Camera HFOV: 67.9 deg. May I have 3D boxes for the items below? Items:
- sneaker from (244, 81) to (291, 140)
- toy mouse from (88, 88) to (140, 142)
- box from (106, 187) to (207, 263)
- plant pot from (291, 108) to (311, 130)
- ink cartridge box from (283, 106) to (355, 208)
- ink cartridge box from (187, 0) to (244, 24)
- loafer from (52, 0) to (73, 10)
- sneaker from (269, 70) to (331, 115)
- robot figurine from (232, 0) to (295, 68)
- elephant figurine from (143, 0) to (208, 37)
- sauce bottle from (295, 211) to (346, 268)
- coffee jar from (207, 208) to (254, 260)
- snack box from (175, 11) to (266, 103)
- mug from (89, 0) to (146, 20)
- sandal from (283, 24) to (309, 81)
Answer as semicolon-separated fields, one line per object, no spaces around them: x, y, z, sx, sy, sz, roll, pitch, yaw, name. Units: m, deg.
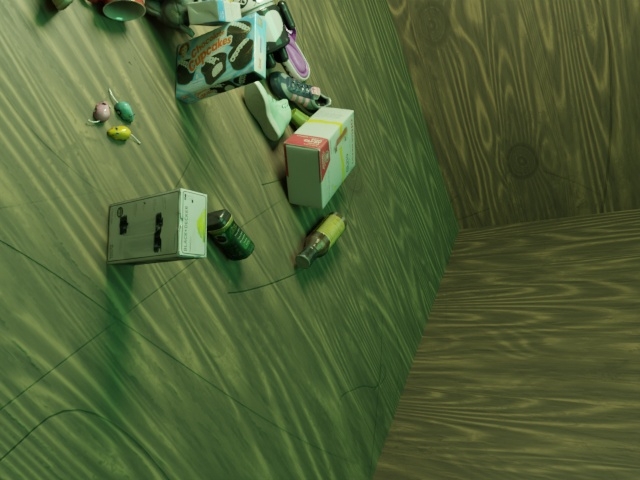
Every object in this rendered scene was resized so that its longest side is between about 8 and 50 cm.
-0.198;-0.531;1.833;0.151;0.094;0.255;-62;143;-34;sneaker
-0.562;-0.350;1.306;0.161;0.031;0.142;-3;87;-57;toy mouse
-0.423;-0.026;1.222;0.087;0.290;0.169;11;74;-55;box
-0.093;-0.516;2.014;0.079;0.083;0.083;37;53;-34;plant pot
0.009;-0.354;1.982;0.384;0.161;0.279;-56;151;-46;ink cartridge box
-0.311;-0.692;1.451;0.180;0.104;0.060;-49;138;-61;ink cartridge box
-0.647;-0.697;1.191;0.092;0.102;0.268;26;54;-51;loafer
-0.078;-0.634;2.001;0.319;0.131;0.112;13;74;-55;sneaker
-0.219;-0.792;1.778;0.209;0.174;0.278;-53;127;-46;robot figurine
-0.432;-0.759;1.487;0.239;0.170;0.185;-69;169;-59;elephant figurine
0.000;0.000;2.026;0.344;0.112;0.111;-48;123;-47;sauce bottle
-0.305;-0.020;1.576;0.184;0.096;0.079;57;38;-35;coffee jar
-0.310;-0.552;1.459;0.060;0.322;0.186;15;72;-58;snack box
-0.567;-0.715;1.299;0.150;0.113;0.169;-10;89;-59;mug
-0.147;-0.849;1.962;0.416;0.102;0.169;45;48;-43;sandal
